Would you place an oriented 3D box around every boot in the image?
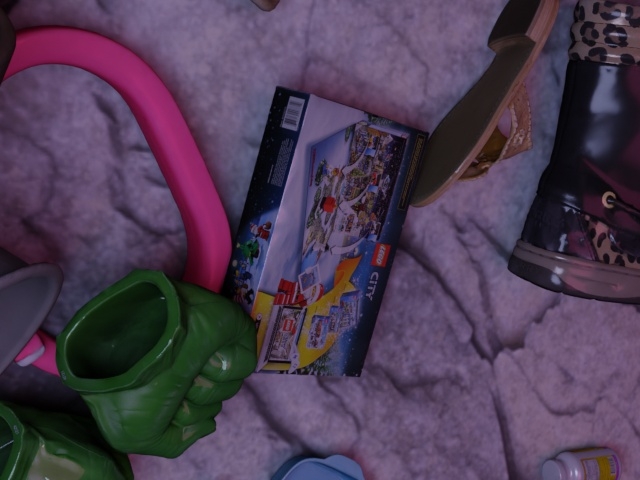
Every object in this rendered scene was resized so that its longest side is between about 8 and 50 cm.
[{"bbox_3d":[0.372,-0.082,1.065,0.377,0.138,0.284,3,101,-24],"label":"boot"}]

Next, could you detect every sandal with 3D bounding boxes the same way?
[{"bbox_3d":[0.172,-0.116,0.969,0.079,0.088,0.240,33,81,-25],"label":"sandal"}]

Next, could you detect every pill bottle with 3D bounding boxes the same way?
[{"bbox_3d":[0.282,0.248,1.142,0.083,0.043,0.043,0,102,-28],"label":"pill bottle"}]

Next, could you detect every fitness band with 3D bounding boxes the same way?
[{"bbox_3d":[-0.185,-0.022,0.818,0.209,0.054,0.291,-31,116,-19],"label":"fitness band"}]

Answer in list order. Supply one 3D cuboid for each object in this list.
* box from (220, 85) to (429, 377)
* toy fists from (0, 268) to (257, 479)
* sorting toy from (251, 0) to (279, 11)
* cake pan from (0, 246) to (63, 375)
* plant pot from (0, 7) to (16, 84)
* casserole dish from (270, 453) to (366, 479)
[{"bbox_3d":[0.000,0.000,0.904,0.159,0.044,0.233,10,97,-48],"label":"box"},{"bbox_3d":[-0.165,0.140,0.799,0.279,0.096,0.142,-42,152,6],"label":"toy fists"},{"bbox_3d":[-0.023,-0.304,0.850,0.307,0.041,0.229,39,78,-30],"label":"sorting toy"},{"bbox_3d":[-0.285,0.103,0.652,0.054,0.293,0.293,44,78,3],"label":"cake pan"},{"bbox_3d":[-0.373,-0.043,0.592,0.323,0.323,0.280,14,112,-30],"label":"plant pot"},{"bbox_3d":[-0.026,0.281,0.987,0.114,0.037,0.188,31,87,-31],"label":"casserole dish"}]
